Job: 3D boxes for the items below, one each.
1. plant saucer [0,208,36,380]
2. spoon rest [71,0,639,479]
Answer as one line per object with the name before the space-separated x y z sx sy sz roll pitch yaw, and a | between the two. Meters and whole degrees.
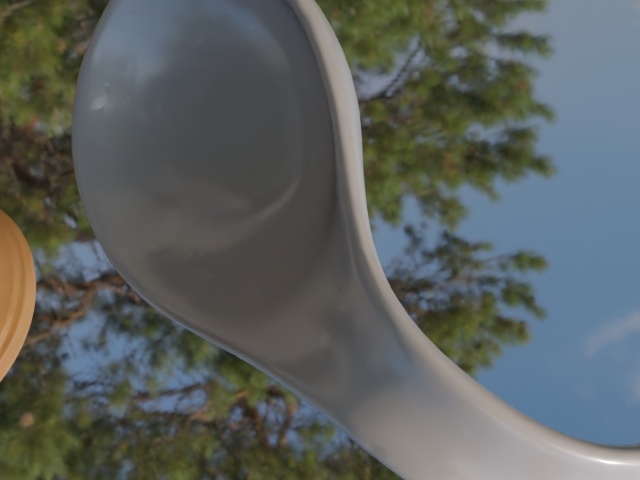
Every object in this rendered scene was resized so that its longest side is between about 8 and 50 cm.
plant saucer | -0.310 0.049 0.871 0.200 0.200 0.037 -15 153 11
spoon rest | 0.000 0.000 0.400 0.276 0.137 0.084 42 -154 25
